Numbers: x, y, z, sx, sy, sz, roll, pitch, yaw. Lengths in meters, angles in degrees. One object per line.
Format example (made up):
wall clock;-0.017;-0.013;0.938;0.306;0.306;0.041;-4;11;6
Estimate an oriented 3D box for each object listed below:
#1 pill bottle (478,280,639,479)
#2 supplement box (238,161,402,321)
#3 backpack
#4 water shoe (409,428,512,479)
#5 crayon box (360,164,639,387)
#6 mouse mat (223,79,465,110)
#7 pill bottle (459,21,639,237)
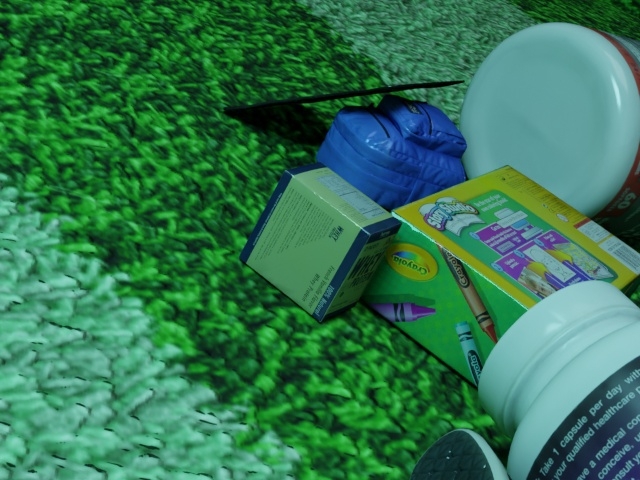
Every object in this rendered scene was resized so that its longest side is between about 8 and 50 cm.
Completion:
pill bottle;0.239;0.171;0.821;0.181;0.181;0.323;6;33;-42
supplement box;0.000;0.000;1.009;0.083;0.083;0.056;37;25;18
backpack;0.062;-0.080;1.222;0.120;0.101;0.098;10;24;-32
water shoe;0.108;0.199;0.780;0.080;0.073;0.203;40;19;-35
crayon box;0.160;0.029;1.137;0.165;0.081;0.278;37;25;17
mouse mat;0.023;-0.135;1.257;0.190;0.007;0.153;-3;6;32
pill bottle;0.334;-0.107;1.443;0.363;0.210;0.210;2;36;-46
